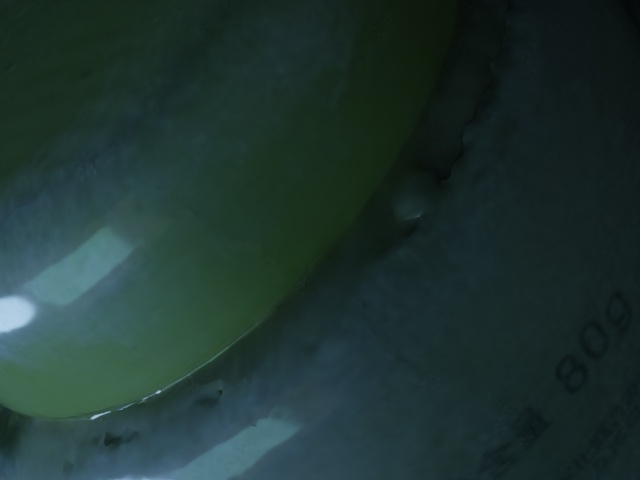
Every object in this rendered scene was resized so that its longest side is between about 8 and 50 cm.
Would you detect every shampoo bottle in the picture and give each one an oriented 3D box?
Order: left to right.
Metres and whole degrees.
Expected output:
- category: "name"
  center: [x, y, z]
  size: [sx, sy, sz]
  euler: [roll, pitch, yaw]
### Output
- category: "shampoo bottle"
  center: [0.000, 0.000, 0.753]
  size: [0.317, 0.322, 0.322]
  euler: [40, 150, -29]
